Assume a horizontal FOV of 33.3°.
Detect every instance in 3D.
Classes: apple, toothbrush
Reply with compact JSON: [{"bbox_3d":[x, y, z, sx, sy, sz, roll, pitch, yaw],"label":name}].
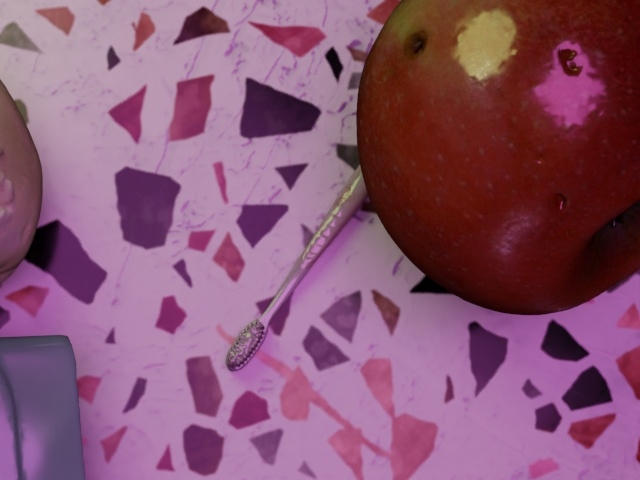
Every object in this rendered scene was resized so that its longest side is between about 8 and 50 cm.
[{"bbox_3d":[0.202,-0.106,0.941,0.348,0.348,0.277,-23,60,-11],"label":"apple"},{"bbox_3d":[0.000,0.000,1.048,0.025,0.029,0.307,34,78,5],"label":"toothbrush"}]

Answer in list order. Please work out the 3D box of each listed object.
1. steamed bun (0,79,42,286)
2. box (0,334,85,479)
[{"bbox_3d":[-0.419,-0.061,0.891,0.334,0.233,0.312,-35,89,-13],"label":"steamed bun"},{"bbox_3d":[-0.275,0.181,0.918,0.130,0.162,0.227,-5,83,-20],"label":"box"}]
